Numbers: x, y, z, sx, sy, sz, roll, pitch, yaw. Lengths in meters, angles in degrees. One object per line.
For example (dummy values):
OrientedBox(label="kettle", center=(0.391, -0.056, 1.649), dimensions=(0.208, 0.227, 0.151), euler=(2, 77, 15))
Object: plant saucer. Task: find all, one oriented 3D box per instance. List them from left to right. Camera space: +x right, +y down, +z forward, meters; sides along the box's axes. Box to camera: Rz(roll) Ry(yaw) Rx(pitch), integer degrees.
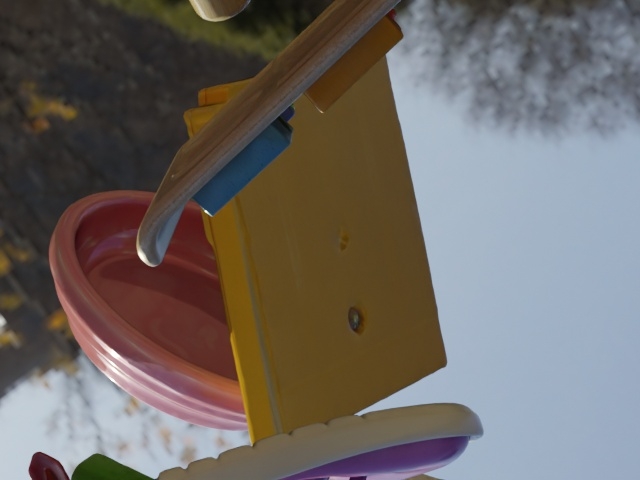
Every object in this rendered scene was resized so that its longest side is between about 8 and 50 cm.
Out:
OrientedBox(label="plant saucer", center=(-0.121, 0.077, 1.789), dimensions=(0.084, 0.332, 0.332), euler=(-60, -178, 26))

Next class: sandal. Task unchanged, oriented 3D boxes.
OrientedBox(label="sandal", center=(-0.082, 0.202, 1.189), dimensions=(0.416, 0.102, 0.169), euler=(-18, 170, 13))

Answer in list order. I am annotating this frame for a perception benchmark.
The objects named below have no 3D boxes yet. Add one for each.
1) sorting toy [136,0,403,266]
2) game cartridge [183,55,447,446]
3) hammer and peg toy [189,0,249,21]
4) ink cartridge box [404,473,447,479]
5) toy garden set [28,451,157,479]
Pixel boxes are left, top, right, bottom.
OrientedBox(label="sorting toy", center=(-0.014, -0.081, 0.947), dimensions=(0.208, 0.038, 0.193), euler=(-47, -172, 10))
OrientedBox(label="game cartridge", center=(0.000, 0.000, 1.663), dimensions=(0.052, 0.324, 0.285), euler=(-8, -173, 36))
OrientedBox(label="hammer and peg toy", center=(-0.118, -0.279, 1.120), dimensions=(0.361, 0.127, 0.266), euler=(25, -115, 41))
OrientedBox(label="ink cartridge box", center=(0.060, 0.309, 1.812), dimensions=(0.175, 0.127, 0.072), euler=(-50, -147, 39))
OrientedBox(label="toy garden set", center=(-0.103, 0.227, 0.981), dimensions=(0.049, 0.244, 0.204), euler=(-34, -147, -33))
